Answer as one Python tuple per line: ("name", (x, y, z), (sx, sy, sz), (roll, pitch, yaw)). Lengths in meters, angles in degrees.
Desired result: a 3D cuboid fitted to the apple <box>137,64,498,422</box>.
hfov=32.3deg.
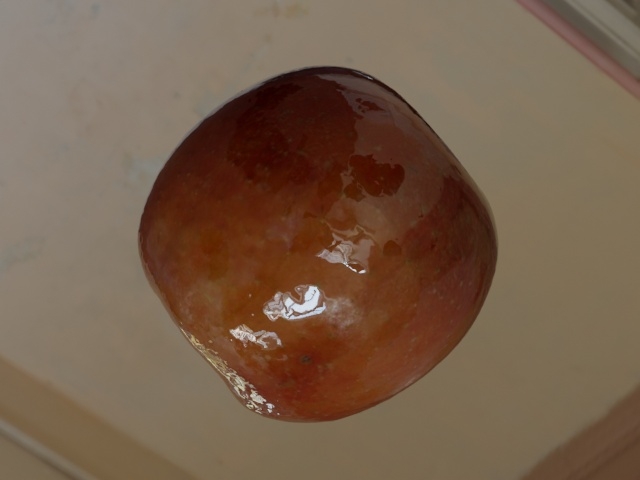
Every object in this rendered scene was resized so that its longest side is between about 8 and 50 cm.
("apple", (0.000, 0.000, 0.705), (0.201, 0.218, 0.218), (-36, -166, 1))
